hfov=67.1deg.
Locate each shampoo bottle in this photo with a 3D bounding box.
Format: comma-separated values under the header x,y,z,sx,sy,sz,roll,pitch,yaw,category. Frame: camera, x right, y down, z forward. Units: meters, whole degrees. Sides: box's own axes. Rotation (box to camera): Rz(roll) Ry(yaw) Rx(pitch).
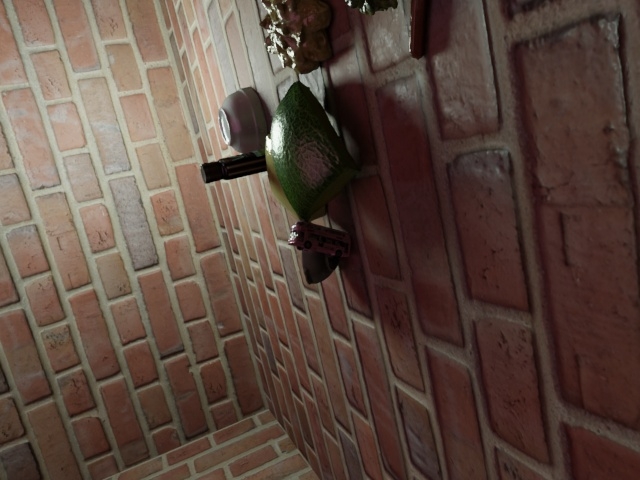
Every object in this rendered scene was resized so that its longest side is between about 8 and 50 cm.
x,y,z,sx,sy,sz,roll,pitch,yaw,category
-0.282,-0.284,1.805,0.129,0.323,0.084,-138,38,-55,shampoo bottle

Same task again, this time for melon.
x,y,z,sx,sy,sz,roll,pitch,yaw,category
-0.038,-0.276,1.390,0.343,0.226,0.331,56,159,12,melon

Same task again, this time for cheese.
x,y,z,sx,sy,sz,roll,pitch,yaw,category
-0.089,-0.223,1.660,0.265,0.124,0.242,45,142,50,cheese

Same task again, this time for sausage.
x,y,z,sx,sy,sz,roll,pitch,yaw,category
0.190,-0.425,0.933,0.030,0.035,0.146,-80,-9,-56,sausage

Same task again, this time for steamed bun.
x,y,z,sx,sy,sz,roll,pitch,yaw,category
-0.080,-0.600,1.331,0.295,0.137,0.292,68,155,19,steamed bun

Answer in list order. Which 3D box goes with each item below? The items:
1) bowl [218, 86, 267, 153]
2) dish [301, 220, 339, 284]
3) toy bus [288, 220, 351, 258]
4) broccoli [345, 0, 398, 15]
x,y,z,sx,sy,sz,roll,pitch,yaw,category
-0.339,-0.493,2.042,0.287,0.144,0.286,49,148,45,bowl
0.007,0.035,1.593,0.078,0.224,0.246,0,133,24,dish
0.000,0.000,1.495,0.063,0.203,0.090,-13,67,58,toy bus
0.105,-0.538,0.918,0.275,0.177,0.198,25,124,46,broccoli
